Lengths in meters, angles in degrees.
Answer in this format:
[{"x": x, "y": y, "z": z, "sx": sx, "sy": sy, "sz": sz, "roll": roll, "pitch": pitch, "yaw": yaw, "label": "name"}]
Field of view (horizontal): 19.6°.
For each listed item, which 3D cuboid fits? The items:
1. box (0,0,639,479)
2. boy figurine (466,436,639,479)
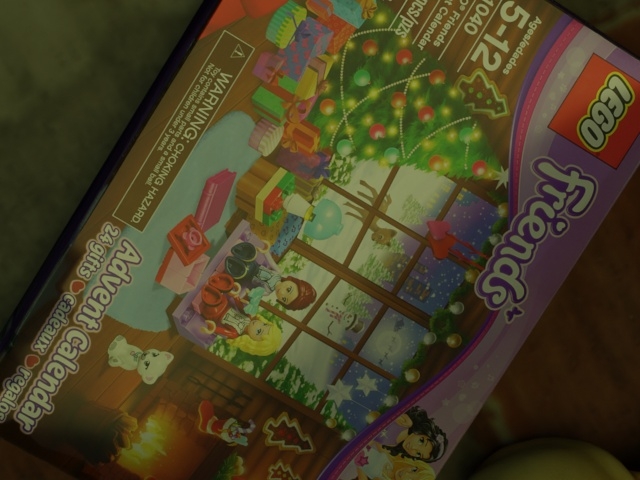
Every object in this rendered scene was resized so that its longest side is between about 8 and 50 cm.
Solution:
[{"x": 0.000, "y": 0.000, "z": 0.837, "sx": 0.201, "sy": 0.057, "sz": 0.293, "roll": 30, "pitch": 97, "yaw": -13, "label": "box"}, {"x": 0.200, "y": 0.162, "z": 0.879, "sx": 0.285, "sy": 0.092, "sz": 0.177, "roll": 10, "pitch": 101, "yaw": -8, "label": "boy figurine"}]
